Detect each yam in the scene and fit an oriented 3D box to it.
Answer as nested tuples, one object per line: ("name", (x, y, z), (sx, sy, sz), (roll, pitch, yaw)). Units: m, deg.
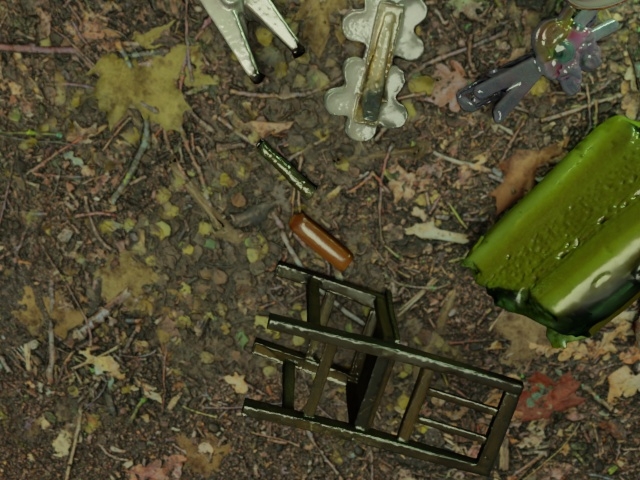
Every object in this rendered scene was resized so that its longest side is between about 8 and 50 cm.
("yam", (-0.063, -0.122, 1.339), (0.129, 0.027, 0.033), (40, 103, -7))

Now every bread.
("bread", (0.444, -0.008, 1.245), (0.376, 0.251, 0.208), (-46, 142, 13))

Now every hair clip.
("hair clip", (0.090, -0.286, 1.266), (0.146, 0.075, 0.257), (11, 100, -3))
("hair clip", (0.354, -0.276, 1.243), (0.278, 0.090, 0.137), (-32, 111, 11))
("hair clip", (-0.157, -0.410, 1.232), (0.101, 0.085, 0.331), (-34, 95, 9))

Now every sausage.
("sausage", (0.000, 0.000, 1.362), (0.131, 0.041, 0.039), (41, 109, -8))

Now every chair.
("chair", (0.097, 0.212, 1.327), (0.416, 0.240, 0.203), (16, 106, -5))

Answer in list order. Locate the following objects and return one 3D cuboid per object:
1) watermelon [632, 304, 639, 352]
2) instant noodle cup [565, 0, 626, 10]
("watermelon", (0.606, 0.123, 1.358), (0.094, 0.081, 0.180), (16, 91, 15))
("instant noodle cup", (0.372, -0.456, 1.077), (0.250, 0.192, 0.250), (-13, 146, -9))
